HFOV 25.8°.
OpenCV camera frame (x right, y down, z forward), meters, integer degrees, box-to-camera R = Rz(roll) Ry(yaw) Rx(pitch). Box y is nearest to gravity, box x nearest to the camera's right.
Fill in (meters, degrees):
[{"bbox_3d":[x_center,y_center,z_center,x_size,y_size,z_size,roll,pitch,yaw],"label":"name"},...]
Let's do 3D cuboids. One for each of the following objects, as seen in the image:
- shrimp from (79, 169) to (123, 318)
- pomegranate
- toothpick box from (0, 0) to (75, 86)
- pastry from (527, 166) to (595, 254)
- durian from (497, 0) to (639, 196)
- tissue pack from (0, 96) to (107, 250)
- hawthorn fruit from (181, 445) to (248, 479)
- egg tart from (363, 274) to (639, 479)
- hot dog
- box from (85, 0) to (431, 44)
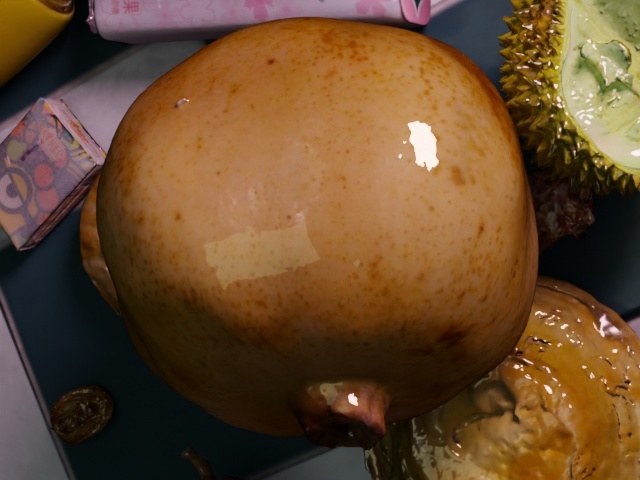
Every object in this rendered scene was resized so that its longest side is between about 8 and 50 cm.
[{"bbox_3d":[-0.071,-0.047,1.499,0.445,0.085,0.272,-38,86,20],"label":"shrimp"},{"bbox_3d":[0.000,0.000,1.242,0.417,0.416,0.416,1,94,22],"label":"pomegranate"},{"bbox_3d":[-0.411,-0.240,1.572,0.271,0.175,0.175,-32,81,17],"label":"toothpick box"},{"bbox_3d":[0.200,-0.016,1.403,0.169,0.063,0.087,-26,78,18],"label":"pastry"},{"bbox_3d":[0.265,-0.152,1.294,0.200,0.176,0.237,-2,82,1],"label":"durian"},{"bbox_3d":[-0.323,-0.076,1.605,0.148,0.060,0.108,-44,79,19],"label":"tissue pack"},{"bbox_3d":[-0.100,0.339,1.465,0.205,0.205,0.253,-10,91,22],"label":"hawthorn fruit"},{"bbox_3d":[0.183,0.201,1.387,0.341,0.129,0.341,2,95,23],"label":"egg tart"},{"bbox_3d":[-0.278,0.202,1.617,0.083,0.035,0.058,-34,85,20],"label":"hot dog"},{"bbox_3d":[-0.073,-0.309,1.465,0.370,0.112,0.190,-1,92,21],"label":"box"}]
